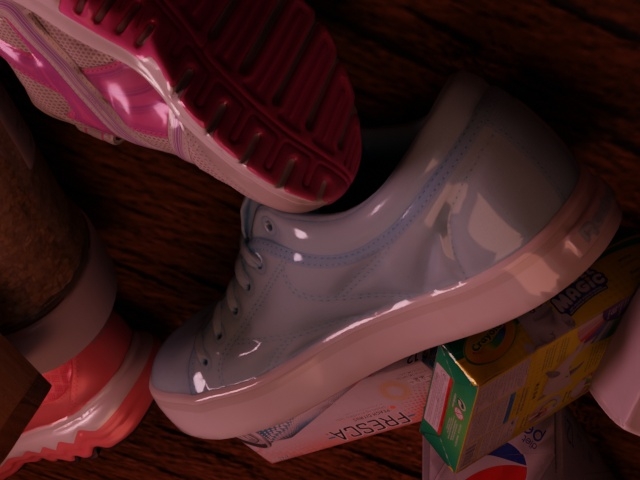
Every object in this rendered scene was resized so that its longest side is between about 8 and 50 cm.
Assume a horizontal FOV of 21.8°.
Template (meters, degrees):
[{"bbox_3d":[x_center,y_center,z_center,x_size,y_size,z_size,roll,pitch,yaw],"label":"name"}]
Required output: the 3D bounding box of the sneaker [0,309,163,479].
[{"bbox_3d":[-0.256,0.110,1.211,0.314,0.116,0.136,-28,117,29],"label":"sneaker"}]

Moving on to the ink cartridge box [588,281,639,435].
[{"bbox_3d":[0.276,0.071,0.963,0.190,0.082,0.140,23,101,-10],"label":"ink cartridge box"}]

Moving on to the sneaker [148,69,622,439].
[{"bbox_3d":[0.000,0.000,0.994,0.366,0.135,0.150,-29,108,38],"label":"sneaker"}]

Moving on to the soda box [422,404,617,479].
[{"bbox_3d":[0.158,0.202,1.171,0.098,0.091,0.286,-6,152,19],"label":"soda box"}]

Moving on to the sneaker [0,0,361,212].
[{"bbox_3d":[-0.090,-0.099,0.879,0.252,0.103,0.111,39,149,-2],"label":"sneaker"}]

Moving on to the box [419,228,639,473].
[{"bbox_3d":[0.147,0.062,1.019,0.179,0.043,0.105,-26,149,-23],"label":"box"}]

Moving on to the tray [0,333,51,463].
[{"bbox_3d":[-0.376,0.047,1.057,0.411,0.076,0.203,-1,139,43],"label":"tray"}]

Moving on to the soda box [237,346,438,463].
[{"bbox_3d":[0.020,0.098,1.148,0.183,0.058,0.063,-21,132,34],"label":"soda box"}]

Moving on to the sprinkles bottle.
[{"bbox_3d":[-0.235,-0.065,0.951,0.121,0.121,0.355,-4,140,19],"label":"sprinkles bottle"}]
